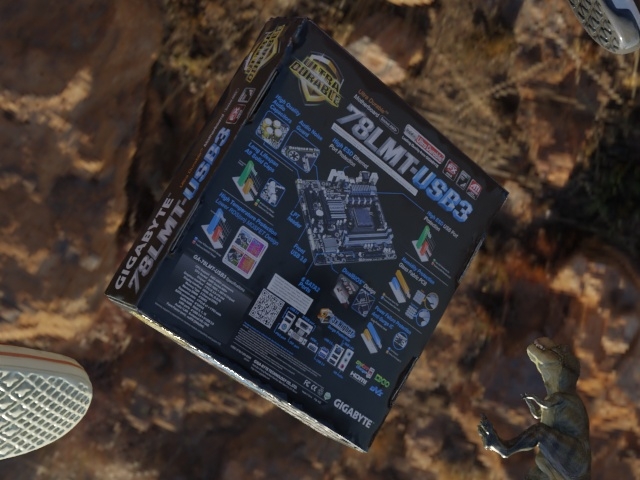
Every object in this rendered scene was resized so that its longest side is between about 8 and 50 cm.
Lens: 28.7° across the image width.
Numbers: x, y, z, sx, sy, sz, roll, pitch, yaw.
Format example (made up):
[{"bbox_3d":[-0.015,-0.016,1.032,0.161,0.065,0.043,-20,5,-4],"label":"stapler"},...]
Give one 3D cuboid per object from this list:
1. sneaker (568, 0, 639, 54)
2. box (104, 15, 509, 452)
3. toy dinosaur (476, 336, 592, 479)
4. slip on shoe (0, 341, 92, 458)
[{"bbox_3d":[0.214,-0.254,0.927,0.097,0.235,0.084,-18,161,4],"label":"sneaker"},{"bbox_3d":[0.000,0.000,1.134,0.295,0.293,0.073,36,166,-33],"label":"box"},{"bbox_3d":[0.218,0.218,1.215,0.118,0.268,0.064,-6,159,-9],"label":"toy dinosaur"},{"bbox_3d":[-0.334,0.098,0.952,0.331,0.101,0.123,8,127,-28],"label":"slip on shoe"}]
